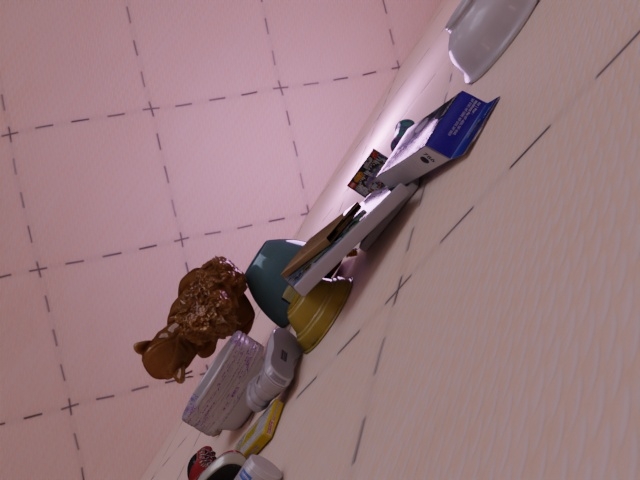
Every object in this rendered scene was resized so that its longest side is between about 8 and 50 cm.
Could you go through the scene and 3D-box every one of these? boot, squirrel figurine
[{"bbox_3d":[-0.119,0.303,1.626,0.123,0.095,0.258,-50,4,14],"label":"boot"},{"bbox_3d":[-0.390,0.248,2.105,0.370,0.281,0.397,-46,-5,-39],"label":"squirrel figurine"},{"bbox_3d":[-0.235,0.492,1.504,0.244,0.088,0.176,-56,23,29],"label":"boot"}]

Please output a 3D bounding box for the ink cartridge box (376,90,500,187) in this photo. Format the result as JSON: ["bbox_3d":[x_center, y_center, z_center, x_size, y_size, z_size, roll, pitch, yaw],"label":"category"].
[{"bbox_3d":[0.247,-0.221,1.510,0.165,0.065,0.333,-55,11,-19],"label":"ink cartridge box"}]

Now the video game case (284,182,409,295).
[{"bbox_3d":[0.051,-0.004,1.618,0.329,0.036,0.300,-44,5,-5],"label":"video game case"}]

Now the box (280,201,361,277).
[{"bbox_3d":[0.000,0.000,1.650,0.201,0.021,0.164,-37,9,45],"label":"box"}]

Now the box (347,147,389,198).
[{"bbox_3d":[0.153,-0.189,2.008,0.137,0.094,0.027,-54,7,27],"label":"box"}]

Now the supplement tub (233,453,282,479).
[{"bbox_3d":[-0.123,0.437,1.198,0.107,0.071,0.071,-58,7,0],"label":"supplement tub"}]

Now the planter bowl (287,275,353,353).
[{"bbox_3d":[-0.018,0.157,1.657,0.217,0.090,0.217,-56,6,10],"label":"planter bowl"}]

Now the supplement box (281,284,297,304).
[{"bbox_3d":[-0.053,0.147,1.965,0.083,0.083,0.056,-55,8,24],"label":"supplement box"}]

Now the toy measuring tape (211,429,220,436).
[{"bbox_3d":[-0.303,0.456,2.187,0.121,0.121,0.330,-49,11,49],"label":"toy measuring tape"}]

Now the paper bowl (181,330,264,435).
[{"bbox_3d":[-0.242,0.400,1.877,0.284,0.148,0.284,-56,6,10],"label":"paper bowl"}]

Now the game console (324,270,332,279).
[{"bbox_3d":[-0.002,0.076,1.839,0.144,0.124,0.085,101,173,-73],"label":"game console"}]

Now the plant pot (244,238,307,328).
[{"bbox_3d":[-0.127,0.107,2.200,0.290,0.195,0.290,-55,7,10],"label":"plant pot"}]

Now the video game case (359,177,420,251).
[{"bbox_3d":[0.180,-0.102,1.717,0.227,0.026,0.206,-54,8,32],"label":"video game case"}]

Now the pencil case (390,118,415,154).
[{"bbox_3d":[0.242,-0.298,2.005,0.070,0.064,0.151,-35,17,28],"label":"pencil case"}]

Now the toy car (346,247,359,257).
[{"bbox_3d":[0.102,0.003,1.818,0.041,0.060,0.122,-5,56,23],"label":"toy car"}]

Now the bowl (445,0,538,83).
[{"bbox_3d":[0.408,-0.553,1.720,0.297,0.134,0.298,-55,6,9],"label":"bowl"}]

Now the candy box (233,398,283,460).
[{"bbox_3d":[-0.152,0.447,1.530,0.206,0.027,0.105,-53,11,34],"label":"candy box"}]
